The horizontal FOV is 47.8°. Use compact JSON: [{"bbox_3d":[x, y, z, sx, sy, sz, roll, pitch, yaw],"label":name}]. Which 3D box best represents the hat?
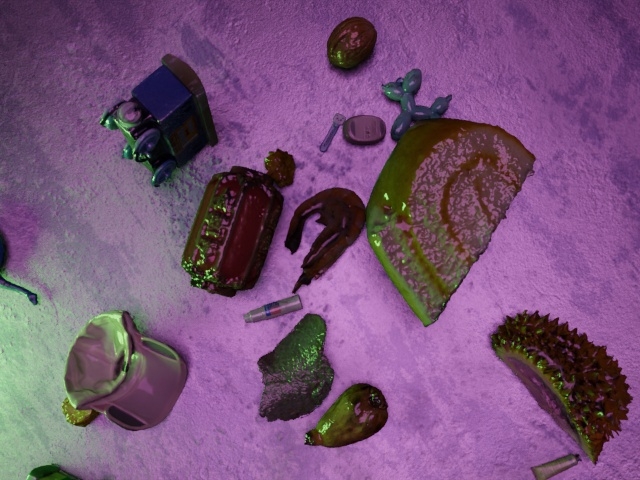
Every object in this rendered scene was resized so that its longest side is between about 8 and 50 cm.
[{"bbox_3d":[-0.410,0.276,1.543,0.226,0.164,0.220,34,80,-33],"label":"hat"}]

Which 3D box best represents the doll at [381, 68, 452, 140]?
[{"bbox_3d":[0.205,-0.294,1.581,0.159,0.059,0.159,11,86,6],"label":"doll"}]

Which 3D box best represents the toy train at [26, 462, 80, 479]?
[{"bbox_3d":[-0.557,0.623,1.484,0.202,0.120,0.301,23,85,8],"label":"toy train"}]

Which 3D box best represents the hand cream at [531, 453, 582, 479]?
[{"bbox_3d":[0.490,0.467,1.496,0.102,0.022,0.035,-25,83,5],"label":"hand cream"}]

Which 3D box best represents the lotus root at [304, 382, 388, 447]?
[{"bbox_3d":[0.053,0.373,1.499,0.190,0.094,0.108,-34,59,7],"label":"lotus root"}]

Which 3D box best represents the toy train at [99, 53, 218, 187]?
[{"bbox_3d":[-0.324,-0.238,1.490,0.131,0.300,0.202,44,79,8],"label":"toy train"}]

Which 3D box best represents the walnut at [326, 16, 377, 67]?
[{"bbox_3d":[0.067,-0.432,1.587,0.124,0.105,0.105,-38,82,13],"label":"walnut"}]

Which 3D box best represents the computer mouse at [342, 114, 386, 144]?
[{"bbox_3d":[0.096,-0.242,1.591,0.096,0.039,0.066,-2,84,-5],"label":"computer mouse"}]

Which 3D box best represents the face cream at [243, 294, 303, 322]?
[{"bbox_3d":[-0.104,0.151,1.558,0.130,0.034,0.034,-18,83,2],"label":"face cream"}]

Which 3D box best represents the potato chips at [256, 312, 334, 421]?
[{"bbox_3d":[-0.051,0.268,1.531,0.167,0.059,0.229,-3,83,13],"label":"potato chips"}]

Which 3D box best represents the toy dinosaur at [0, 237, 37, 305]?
[{"bbox_3d":[-0.756,0.026,1.590,0.144,0.076,0.329,-28,85,-7],"label":"toy dinosaur"}]

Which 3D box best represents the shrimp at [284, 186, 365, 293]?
[{"bbox_3d":[-0.011,-0.013,1.560,0.145,0.059,0.254,43,87,10],"label":"shrimp"}]

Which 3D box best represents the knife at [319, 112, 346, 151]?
[{"bbox_3d":[0.025,-0.239,1.608,0.027,0.010,0.096,28,86,6],"label":"knife"}]

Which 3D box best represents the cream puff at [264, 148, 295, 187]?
[{"bbox_3d":[-0.087,-0.160,1.577,0.083,0.058,0.083,36,65,-2],"label":"cream puff"}]

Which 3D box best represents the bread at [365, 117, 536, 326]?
[{"bbox_3d":[0.221,-0.056,1.458,0.264,0.239,0.395,34,89,2],"label":"bread"}]

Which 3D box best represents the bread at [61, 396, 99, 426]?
[{"bbox_3d":[-0.513,0.359,1.550,0.081,0.046,0.083,21,87,11],"label":"bread"}]

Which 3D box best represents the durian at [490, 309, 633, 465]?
[{"bbox_3d":[0.513,0.269,1.471,0.191,0.112,0.341,-39,81,0],"label":"durian"}]

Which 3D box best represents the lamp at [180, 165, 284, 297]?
[{"bbox_3d":[-0.185,-0.019,1.513,0.177,0.177,0.274,20,85,5],"label":"lamp"}]
